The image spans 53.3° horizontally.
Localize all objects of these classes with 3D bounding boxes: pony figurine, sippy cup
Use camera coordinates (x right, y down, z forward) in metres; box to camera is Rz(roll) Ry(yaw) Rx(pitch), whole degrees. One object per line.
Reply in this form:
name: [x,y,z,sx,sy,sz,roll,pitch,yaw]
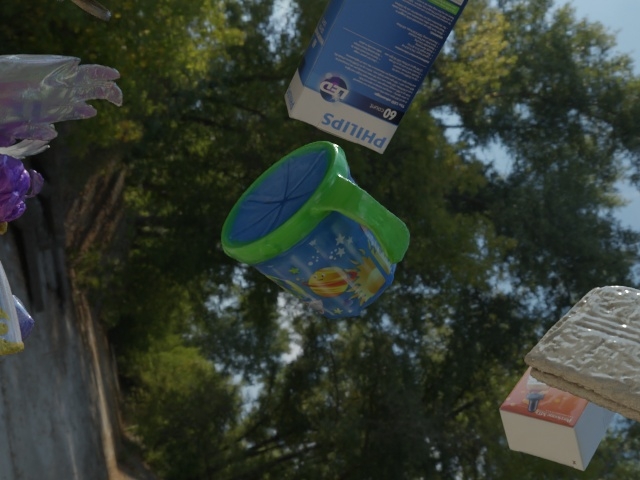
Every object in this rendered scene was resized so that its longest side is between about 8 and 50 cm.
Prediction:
pony figurine: [-0.400,-0.056,0.632,0.302,0.350,0.364,-18,-100,47]
sippy cup: [0.000,0.000,1.023,0.224,0.240,0.305,47,7,-26]

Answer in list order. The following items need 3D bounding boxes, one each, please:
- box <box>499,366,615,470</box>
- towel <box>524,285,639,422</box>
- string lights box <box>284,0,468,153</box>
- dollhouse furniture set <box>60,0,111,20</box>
box: [0.401,0.274,1.060,0.130,0.170,0.091,3,-59,44]
towel: [0.412,0.146,0.785,0.282,0.187,0.049,18,-40,58]
string lights box: [0.071,-0.246,0.751,0.260,0.133,0.077,-60,-157,26]
dollhouse furniture set: [-0.245,-0.351,0.653,0.161,0.242,0.212,37,-75,17]
